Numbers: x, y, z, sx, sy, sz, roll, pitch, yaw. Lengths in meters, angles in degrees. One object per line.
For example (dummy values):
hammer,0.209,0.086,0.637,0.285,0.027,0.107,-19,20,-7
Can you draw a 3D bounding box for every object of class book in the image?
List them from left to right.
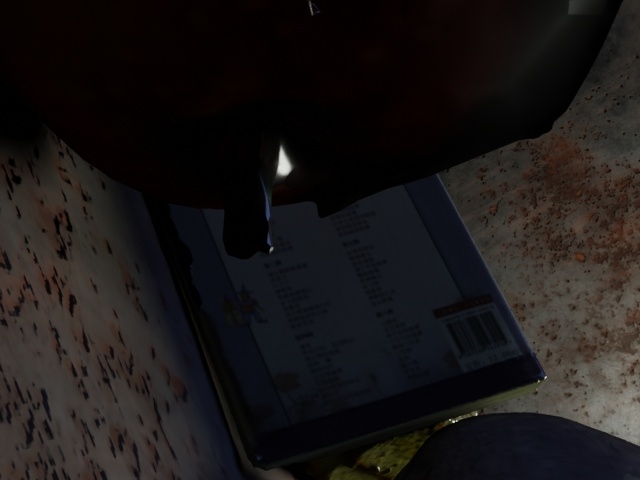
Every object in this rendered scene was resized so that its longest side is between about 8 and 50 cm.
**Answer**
book,0.000,0.000,0.579,0.026,0.157,0.231,107,-35,-54

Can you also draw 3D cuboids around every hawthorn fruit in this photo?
hawthorn fruit,-0.011,-0.159,0.434,0.316,0.316,0.316,62,5,-9

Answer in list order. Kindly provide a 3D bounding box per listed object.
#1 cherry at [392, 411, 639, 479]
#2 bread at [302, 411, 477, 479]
cherry,0.116,0.189,0.520,0.213,0.184,0.266,26,25,3
bread,0.021,0.068,0.702,0.184,0.110,0.234,68,8,23
